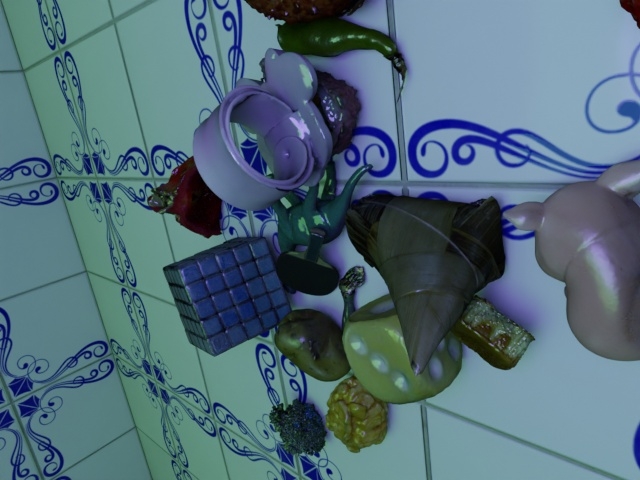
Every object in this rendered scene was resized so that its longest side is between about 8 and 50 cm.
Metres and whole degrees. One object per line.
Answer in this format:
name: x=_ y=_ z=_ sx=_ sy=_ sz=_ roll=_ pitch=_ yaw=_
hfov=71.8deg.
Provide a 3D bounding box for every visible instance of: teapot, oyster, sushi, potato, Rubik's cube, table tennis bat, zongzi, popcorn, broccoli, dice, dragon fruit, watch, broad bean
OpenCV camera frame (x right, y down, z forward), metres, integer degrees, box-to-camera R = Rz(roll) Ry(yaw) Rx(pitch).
teapot: x=0.067 y=0.167 z=1.033 sx=0.043 sy=0.043 sz=0.111 roll=11 pitch=113 yaw=41
oyster: x=0.069 y=0.089 z=0.995 sx=0.083 sy=0.019 sz=0.054 roll=-45 pitch=51 yaw=19
sushi: x=-0.029 y=-0.259 z=0.883 sx=0.241 sy=0.107 sz=0.161 roll=32 pitch=126 yaw=24
potato: x=-0.014 y=0.252 z=1.063 sx=0.200 sy=0.154 sz=0.137 roll=36 pitch=122 yaw=-9
Rubik's cube: x=-0.247 y=0.135 z=1.152 sx=0.238 sy=0.237 sz=0.237 roll=-5 pitch=107 yaw=61
table tennis bat: x=-0.025 y=0.055 z=1.006 sx=0.154 sy=0.021 sz=0.274 roll=18 pitch=146 yaw=2
zongzi: x=0.116 y=0.050 z=0.738 sx=0.289 sy=0.317 sz=0.154 roll=10 pitch=134 yaw=42
popcorn: x=0.085 y=0.424 z=1.064 sx=0.163 sy=0.140 sz=0.194 roll=50 pitch=137 yaw=23
broccoli: x=-0.066 y=0.542 z=1.286 sx=0.160 sy=0.167 sz=0.155 roll=104 pitch=164 yaw=-67
dice: x=0.160 y=0.201 z=0.862 sx=0.166 sy=0.169 sz=0.169 roll=-18 pitch=95 yaw=48
dragon fruit: x=-0.379 y=-0.132 z=1.225 sx=0.134 sy=0.211 sz=0.262 roll=23 pitch=117 yaw=28
watch: x=-0.105 y=-0.187 z=0.761 sx=0.211 sy=0.217 sz=0.248 roll=-24 pitch=96 yaw=45
broad bean: x=0.026 y=-0.360 z=0.817 sx=0.318 sy=0.056 sz=0.098 roll=35 pitch=115 yaw=28

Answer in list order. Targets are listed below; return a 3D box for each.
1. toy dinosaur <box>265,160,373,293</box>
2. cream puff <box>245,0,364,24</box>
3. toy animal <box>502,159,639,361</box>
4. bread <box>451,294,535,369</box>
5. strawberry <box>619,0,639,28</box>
toy dinosaur: x=0.000 y=0.000 z=1.001 sx=0.383 sy=0.129 sz=0.331 roll=2 pitch=120 yaw=43
cream puff: x=-0.055 y=-0.524 z=0.698 sx=0.350 sy=0.228 sz=0.350 roll=24 pitch=123 yaw=45
toy animal: x=0.375 y=0.039 z=0.587 sx=0.166 sy=0.154 sz=0.250 roll=-26 pitch=88 yaw=5
bread: x=0.284 y=0.156 z=0.753 sx=0.128 sy=0.069 sz=0.140 roll=39 pitch=174 yaw=19
strawberry: x=0.378 y=-0.339 z=0.363 sx=0.312 sy=0.267 sz=0.351 roll=-55 pitch=44 yaw=49
